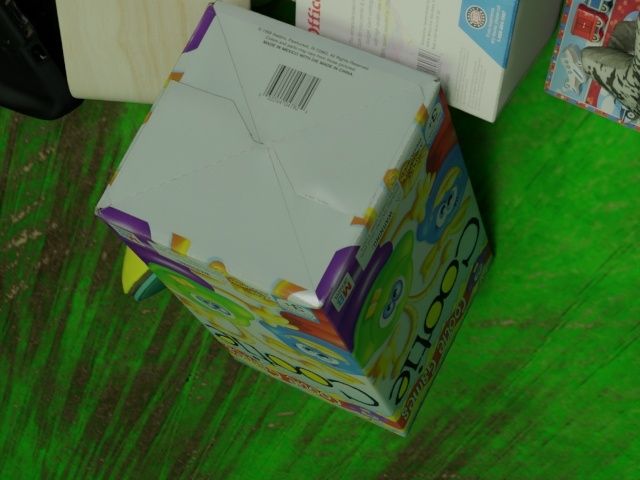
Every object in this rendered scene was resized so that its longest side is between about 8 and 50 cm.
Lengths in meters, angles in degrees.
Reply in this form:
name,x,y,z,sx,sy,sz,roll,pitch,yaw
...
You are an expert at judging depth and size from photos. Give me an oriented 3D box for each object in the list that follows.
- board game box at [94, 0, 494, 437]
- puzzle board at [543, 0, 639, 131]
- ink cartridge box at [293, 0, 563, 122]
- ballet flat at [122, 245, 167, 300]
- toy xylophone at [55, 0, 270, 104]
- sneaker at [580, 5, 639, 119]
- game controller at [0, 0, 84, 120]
name,x,y,z,sx,sy,sz,roll,pitch,yaw
board game box,0.000,0.000,0.861,0.144,0.142,0.275,22,166,21
puzzle board,0.178,-0.108,0.778,0.096,0.011,0.128,26,145,16
ink cartridge box,0.054,-0.147,0.769,0.143,0.090,0.092,25,144,16
ballet flat,-0.096,-0.027,1.070,0.231,0.077,0.077,-34,85,51
toy xylophone,-0.122,-0.187,0.819,0.236,0.081,0.322,10,144,-6
sneaker,0.199,-0.159,0.596,0.182,0.158,0.410,36,144,22
game controller,-0.269,-0.183,0.963,0.167,0.067,0.319,15,161,16
